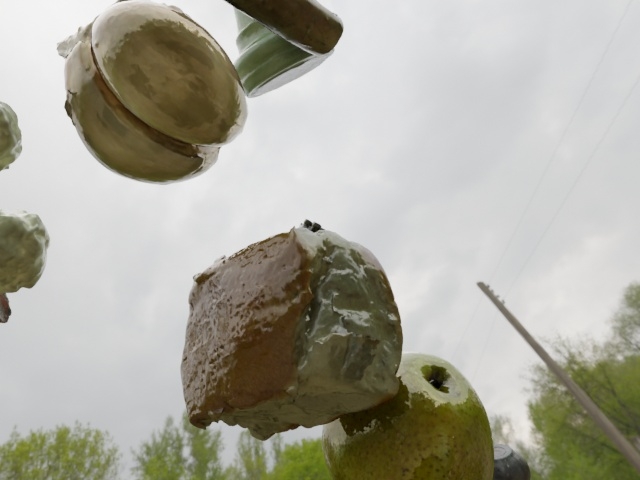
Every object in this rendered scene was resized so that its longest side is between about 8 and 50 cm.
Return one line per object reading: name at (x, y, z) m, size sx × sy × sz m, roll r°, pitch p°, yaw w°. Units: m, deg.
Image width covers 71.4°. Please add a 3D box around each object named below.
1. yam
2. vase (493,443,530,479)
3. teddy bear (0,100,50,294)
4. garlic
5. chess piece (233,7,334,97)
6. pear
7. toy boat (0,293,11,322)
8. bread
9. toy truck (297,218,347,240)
yam at (-0.098, -0.312, 0.525) m, size 0.317 × 0.067 × 0.071 m, roll 17°, pitch -26°, yaw -39°
vase at (0.418, 0.560, 0.998) m, size 0.120 × 0.183 × 0.120 m, roll -16°, pitch -2°, yaw -1°
teddy bear at (-0.417, -0.008, 0.284) m, size 0.375 × 0.362 × 0.328 m, roll -13°, pitch -82°, yaw -24°
garlic at (-0.269, -0.230, 0.750) m, size 0.286 × 0.249 × 0.313 m, roll -34°, pitch -56°, yaw 7°
chess piece at (-0.119, -0.428, 0.779) m, size 0.194 × 0.194 × 0.299 m, roll -27°, pitch -78°, yaw -1°
pear at (0.140, 0.317, 0.718) m, size 0.294 × 0.294 × 0.294 m, roll -15°, pitch -44°, yaw -15°
toy boat at (-0.610, 0.097, 0.776) m, size 0.122 × 0.034 × 0.096 m, roll 15°, pitch -55°, yaw 4°
bread at (-0.036, 0.133, 0.634) m, size 0.279 × 0.250 × 0.224 m, roll -28°, pitch -36°, yaw 31°
toy truck at (0.000, 0.000, 0.911) m, size 0.052 × 0.123 × 0.063 m, roll -59°, pitch -36°, yaw -6°
